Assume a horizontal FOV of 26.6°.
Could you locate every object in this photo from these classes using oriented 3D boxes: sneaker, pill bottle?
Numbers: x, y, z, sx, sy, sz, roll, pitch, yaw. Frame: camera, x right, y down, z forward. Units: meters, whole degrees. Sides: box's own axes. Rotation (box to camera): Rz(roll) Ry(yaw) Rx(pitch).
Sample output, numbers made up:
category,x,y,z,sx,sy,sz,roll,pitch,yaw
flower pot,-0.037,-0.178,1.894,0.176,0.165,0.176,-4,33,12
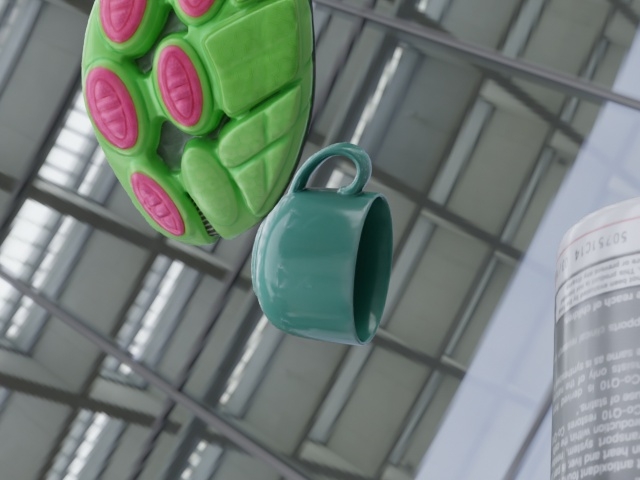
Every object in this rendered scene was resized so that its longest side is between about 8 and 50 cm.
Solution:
category,x,y,z,sx,sy,sz,roll,pitch,yaw
sneaker,-0.072,-0.237,1.026,0.202,0.185,0.482,-2,-90,-70
pill bottle,0.206,0.129,0.743,0.161,0.161,0.283,39,-130,-48

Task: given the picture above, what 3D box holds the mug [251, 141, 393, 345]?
category,x,y,z,sx,sy,sz,roll,pitch,yaw
mug,0.001,0.007,1.156,0.129,0.097,0.157,56,-137,-65
